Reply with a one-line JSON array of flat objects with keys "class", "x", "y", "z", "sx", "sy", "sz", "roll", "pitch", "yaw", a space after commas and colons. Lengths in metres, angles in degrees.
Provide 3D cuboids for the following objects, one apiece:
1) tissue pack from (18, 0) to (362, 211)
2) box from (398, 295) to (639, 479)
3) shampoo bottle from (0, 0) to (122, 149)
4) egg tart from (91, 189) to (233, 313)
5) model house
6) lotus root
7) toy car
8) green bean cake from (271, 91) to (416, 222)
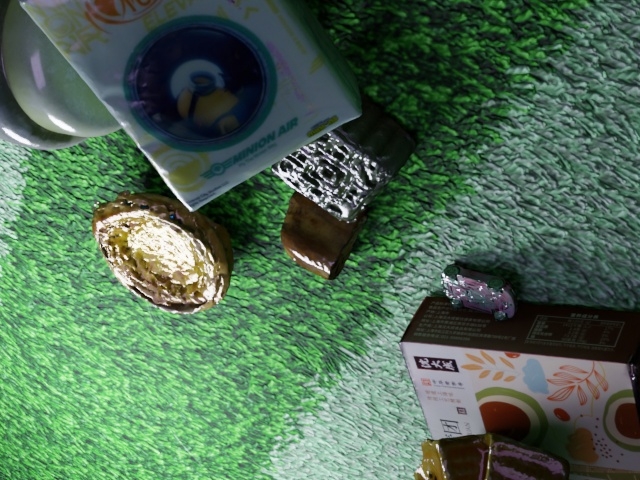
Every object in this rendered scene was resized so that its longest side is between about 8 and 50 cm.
[{"class": "tissue pack", "x": -0.161, "y": -0.263, "z": 1.572, "sx": 0.287, "sy": 0.162, "sz": 0.388, "roll": -30, "pitch": 124, "yaw": 11}, {"class": "box", "x": 0.359, "y": 0.265, "z": 1.940, "sx": 0.385, "sy": 0.122, "sz": 0.345, "roll": 3, "pitch": 131, "yaw": 31}, {"class": "shampoo bottle", "x": -0.412, "y": -0.298, "z": 1.757, "sx": 0.317, "sy": 0.322, "sz": 0.323, "roll": 14, "pitch": 136, "yaw": 35}, {"class": "egg tart", "x": -0.273, "y": 0.004, "z": 2.120, "sx": 0.290, "sy": 0.107, "sz": 0.291, "roll": 15, "pitch": 136, "yaw": 14}, {"class": "model house", "x": 0.271, "y": 0.389, "z": 1.890, "sx": 0.268, "sy": 0.173, "sz": 0.239, "roll": 19, "pitch": 138, "yaw": 13}, {"class": "lotus root", "x": -0.002, "y": -0.003, "z": 1.946, "sx": 0.135, "sy": 0.095, "sz": 0.159, "roll": 23, "pitch": 132, "yaw": 18}, {"class": "toy car", "x": 0.251, "y": 0.077, "z": 1.884, "sx": 0.142, "sy": 0.055, "sz": 0.069, "roll": 16, "pitch": 134, "yaw": 39}, {"class": "green bean cake", "x": 0.027, "y": -0.130, "z": 1.801, "sx": 0.173, "sy": 0.094, "sz": 0.181, "roll": 38, "pitch": 140, "yaw": -5}]
